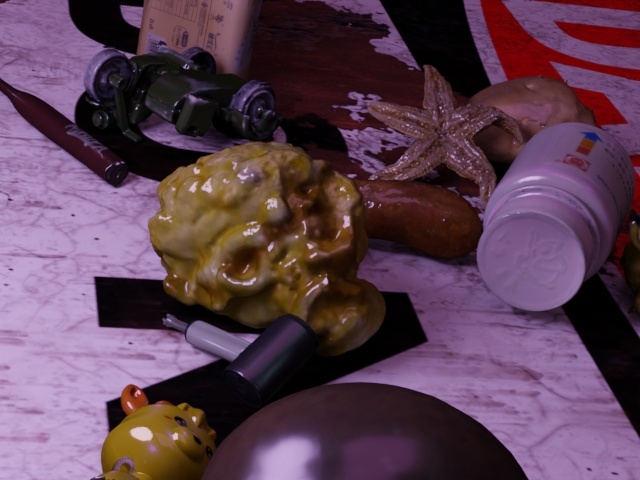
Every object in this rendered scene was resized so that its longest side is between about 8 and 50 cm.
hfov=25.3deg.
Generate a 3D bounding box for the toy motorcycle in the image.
[{"bbox_3d":[-0.193,-0.195,2.015,0.205,0.127,0.275,33,29,32],"label":"toy motorcycle"}]

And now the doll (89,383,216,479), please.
[{"bbox_3d":[-0.157,0.219,1.299,0.143,0.135,0.221,46,25,-5],"label":"doll"}]

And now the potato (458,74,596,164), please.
[{"bbox_3d":[0.305,-0.184,2.158,0.235,0.128,0.161,3,28,-3],"label":"potato"}]

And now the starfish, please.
[{"bbox_3d":[0.169,-0.148,2.051,0.236,0.062,0.277,-18,64,-5],"label":"starfish"}]

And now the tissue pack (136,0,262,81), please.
[{"bbox_3d":[-0.183,-0.342,2.166,0.186,0.222,0.090,18,27,13],"label":"tissue pack"}]

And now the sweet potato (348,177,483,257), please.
[{"bbox_3d":[0.075,-0.040,1.850,0.292,0.097,0.097,12,29,0],"label":"sweet potato"}]

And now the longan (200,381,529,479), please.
[{"bbox_3d":[0.043,0.241,1.200,0.300,0.243,0.300,26,-5,2],"label":"longan"}]

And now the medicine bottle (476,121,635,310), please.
[{"bbox_3d":[0.304,-0.033,1.843,0.170,0.170,0.293,19,29,13],"label":"medicine bottle"}]

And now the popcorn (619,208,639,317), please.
[{"bbox_3d":[0.467,0.008,1.805,0.169,0.189,0.218,1,28,-9],"label":"popcorn"}]

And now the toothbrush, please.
[{"bbox_3d":[-0.382,-0.169,1.973,0.041,0.041,0.364,-16,39,-40],"label":"toothbrush"}]

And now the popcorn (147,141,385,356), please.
[{"bbox_3d":[-0.055,-0.007,1.613,0.286,0.225,0.174,22,34,21],"label":"popcorn"}]

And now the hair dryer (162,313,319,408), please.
[{"bbox_3d":[-0.102,0.108,1.555,0.198,0.057,0.100,19,52,38],"label":"hair dryer"}]
